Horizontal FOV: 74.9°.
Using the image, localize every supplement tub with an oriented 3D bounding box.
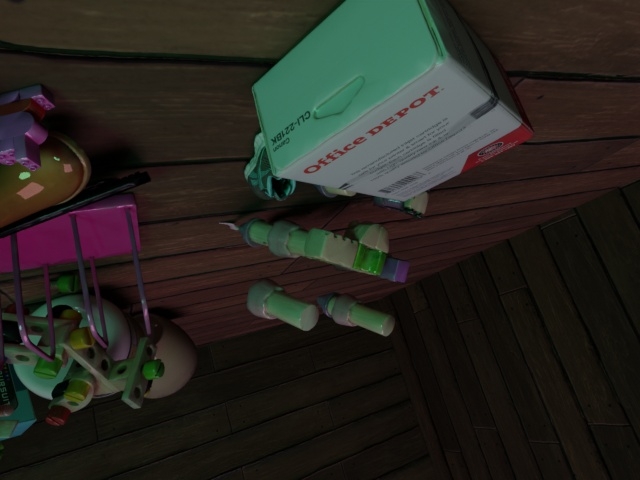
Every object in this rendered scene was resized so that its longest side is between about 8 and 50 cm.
[{"bbox_3d":[-0.559,0.268,1.023,0.229,0.228,0.316,-13,164,-15],"label":"supplement tub"}]

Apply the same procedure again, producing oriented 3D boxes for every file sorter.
[{"bbox_3d":[-0.399,0.073,0.586,0.291,0.182,0.202,-10,163,-24],"label":"file sorter"}]

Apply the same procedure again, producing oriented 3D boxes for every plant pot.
[{"bbox_3d":[-0.550,0.351,1.368,0.257,0.256,0.274,-12,149,-17],"label":"plant pot"}]

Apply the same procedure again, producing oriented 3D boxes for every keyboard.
[{"bbox_3d":[-0.302,-0.050,0.492,0.192,0.038,0.100,-22,-166,-8],"label":"keyboard"}]

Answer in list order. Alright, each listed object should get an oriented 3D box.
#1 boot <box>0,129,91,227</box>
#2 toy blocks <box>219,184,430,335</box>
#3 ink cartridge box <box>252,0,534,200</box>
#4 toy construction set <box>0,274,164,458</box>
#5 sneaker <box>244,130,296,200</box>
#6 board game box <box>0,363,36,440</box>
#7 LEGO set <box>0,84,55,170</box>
[{"bbox_3d":[-0.321,-0.023,0.387,0.197,0.072,0.152,-21,-152,22],"label":"boot"},{"bbox_3d":[0.000,0.000,0.798,0.260,0.308,0.289,14,177,44],"label":"toy blocks"},{"bbox_3d":[0.092,-0.144,0.473,0.197,0.114,0.273,-27,163,35],"label":"ink cartridge box"},{"bbox_3d":[-0.416,0.226,0.700,0.238,0.257,0.309,-4,-162,7],"label":"toy construction set"},{"bbox_3d":[-0.067,-0.085,0.586,0.065,0.076,0.166,-12,164,-14],"label":"sneaker"},{"bbox_3d":[-0.772,0.290,0.798,0.079,0.253,0.336,-41,157,19],"label":"board game box"},{"bbox_3d":[-0.338,-0.068,0.319,0.228,0.093,0.087,-16,165,-3],"label":"LEGO set"}]
